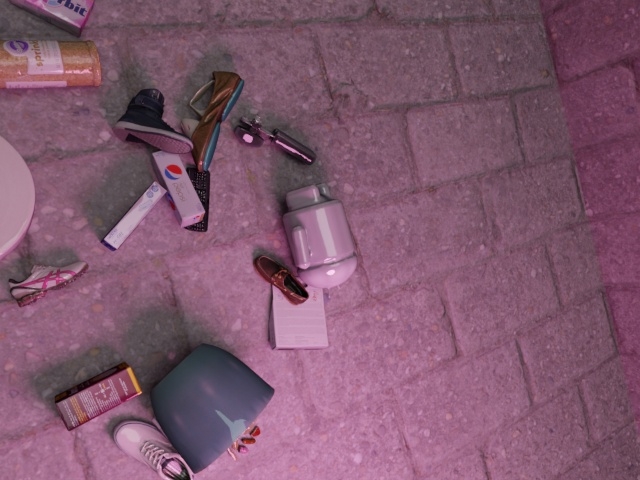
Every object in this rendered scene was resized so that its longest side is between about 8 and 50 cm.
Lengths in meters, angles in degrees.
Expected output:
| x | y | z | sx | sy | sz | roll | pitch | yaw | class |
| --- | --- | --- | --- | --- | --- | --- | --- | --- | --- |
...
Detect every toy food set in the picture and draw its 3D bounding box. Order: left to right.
| x | y | z | sx | sy | sz | roll | pitch | yaw | class |
| --- | --- | --- | --- | --- | --- | --- | --- | --- | --- |
| -0.229 | 0.601 | 1.510 | 0.122 | 0.019 | 0.078 | -37 | 103 | -35 | toy food set |

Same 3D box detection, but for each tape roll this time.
| x | y | z | sx | sy | sz | roll | pitch | yaw | class |
| --- | --- | --- | --- | --- | --- | --- | --- | --- | --- |
| -0.884 | -0.105 | 1.157 | 0.392 | 0.072 | 0.392 | 7 | 75 | -29 | tape roll |

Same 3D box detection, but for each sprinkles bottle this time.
| x | y | z | sx | sy | sz | roll | pitch | yaw | class |
| --- | --- | --- | --- | --- | --- | --- | --- | --- | --- |
| -0.753 | -0.445 | 1.260 | 0.355 | 0.121 | 0.121 | -12 | 91 | -30 | sprinkles bottle |

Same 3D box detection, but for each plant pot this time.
| x | y | z | sx | sy | sz | roll | pitch | yaw | class |
| --- | --- | --- | --- | --- | --- | --- | --- | --- | --- |
| -0.307 | 0.422 | 1.340 | 0.235 | 0.293 | 0.293 | 48 | 65 | 0 | plant pot |

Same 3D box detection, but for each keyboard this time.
| x | y | z | sx | sy | sz | roll | pitch | yaw | class |
| --- | --- | --- | --- | --- | --- | --- | --- | --- | --- |
| -0.376 | -0.123 | 1.486 | 0.100 | 0.038 | 0.192 | 4 | 83 | -28 | keyboard |

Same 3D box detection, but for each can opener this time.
| x | y | z | sx | sy | sz | roll | pitch | yaw | class |
| --- | --- | --- | --- | --- | --- | --- | --- | --- | --- |
| -0.145 | -0.320 | 1.624 | 0.280 | 0.074 | 0.093 | 24 | 109 | -24 | can opener |

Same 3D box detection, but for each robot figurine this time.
| x | y | z | sx | sy | sz | roll | pitch | yaw | class |
| --- | --- | --- | --- | --- | --- | --- | --- | --- | --- |
| 0.000 | 0.000 | 1.589 | 0.300 | 0.200 | 0.353 | -19 | 94 | -58 | robot figurine |

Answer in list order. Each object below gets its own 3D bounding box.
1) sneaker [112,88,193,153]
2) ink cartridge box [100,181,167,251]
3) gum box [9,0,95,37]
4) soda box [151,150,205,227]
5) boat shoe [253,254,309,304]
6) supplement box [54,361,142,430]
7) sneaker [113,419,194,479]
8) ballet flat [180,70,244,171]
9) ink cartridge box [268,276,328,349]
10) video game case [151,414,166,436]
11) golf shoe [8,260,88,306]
| x | y | z | sx | sy | sz | roll | pitch | yaw | class |
| --- | --- | --- | --- | --- | --- | --- | --- | --- | --- |
| -0.442 | -0.339 | 1.400 | 0.226 | 0.086 | 0.163 | 17 | 63 | 4 | sneaker |
| -0.513 | -0.066 | 1.370 | 0.046 | 0.097 | 0.207 | 41 | 67 | -19 | ink cartridge box |
| -0.717 | -0.646 | 1.330 | 0.188 | 0.062 | 0.107 | 23 | 74 | -26 | gum box |
| -0.406 | -0.150 | 1.419 | 0.069 | 0.074 | 0.216 | -22 | 80 | -26 | soda box |
| -0.119 | 0.118 | 1.571 | 0.207 | 0.073 | 0.073 | 42 | 58 | -9 | boat shoe |
| -0.573 | 0.397 | 1.288 | 0.188 | 0.104 | 0.080 | -25 | 97 | -29 | supplement box |
| -0.441 | 0.574 | 1.352 | 0.258 | 0.091 | 0.094 | 41 | 68 | -20 | sneaker |
| -0.341 | -0.369 | 1.497 | 0.124 | 0.116 | 0.342 | 20 | 75 | -5 | ballet flat |
| -0.075 | 0.237 | 1.623 | 0.189 | 0.066 | 0.232 | 6 | 61 | -28 | ink cartridge box |
| -0.411 | 0.512 | 1.387 | 0.011 | 0.087 | 0.122 | -30 | 103 | 15 | video game case |
| -0.691 | 0.092 | 1.273 | 0.186 | 0.067 | 0.086 | -30 | 99 | -27 | golf shoe |
